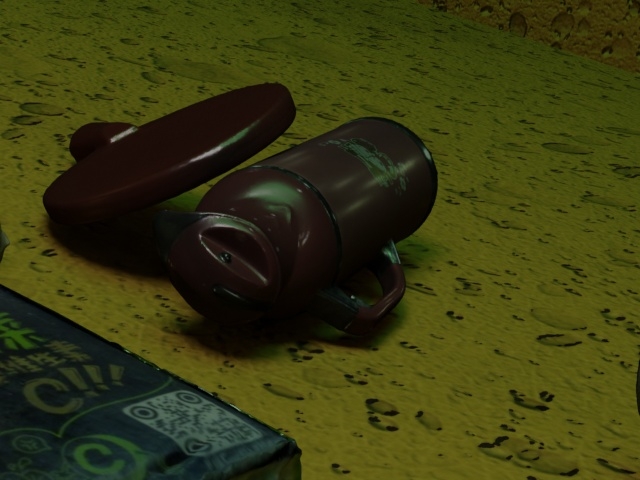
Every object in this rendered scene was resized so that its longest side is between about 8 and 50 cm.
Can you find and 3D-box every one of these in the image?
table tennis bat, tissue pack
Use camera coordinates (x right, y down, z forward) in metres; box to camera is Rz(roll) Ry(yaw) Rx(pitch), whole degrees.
[{"bbox_3d":[-0.133,-0.073,1.092,0.200,0.038,0.310,-30,16,-21],"label":"table tennis bat"},{"bbox_3d":[-0.149,0.094,0.667,0.235,0.073,0.173,22,20,29],"label":"tissue pack"}]

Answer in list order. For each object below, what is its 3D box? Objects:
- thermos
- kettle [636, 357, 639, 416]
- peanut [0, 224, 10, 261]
[{"bbox_3d":[-0.008,0.000,1.023,0.109,0.136,0.330,-16,6,24],"label":"thermos"},{"bbox_3d":[0.319,0.130,0.769,0.221,0.161,0.236,38,6,-28],"label":"kettle"},{"bbox_3d":[-0.296,-0.004,0.838,0.214,0.099,0.099,11,18,-8],"label":"peanut"}]
